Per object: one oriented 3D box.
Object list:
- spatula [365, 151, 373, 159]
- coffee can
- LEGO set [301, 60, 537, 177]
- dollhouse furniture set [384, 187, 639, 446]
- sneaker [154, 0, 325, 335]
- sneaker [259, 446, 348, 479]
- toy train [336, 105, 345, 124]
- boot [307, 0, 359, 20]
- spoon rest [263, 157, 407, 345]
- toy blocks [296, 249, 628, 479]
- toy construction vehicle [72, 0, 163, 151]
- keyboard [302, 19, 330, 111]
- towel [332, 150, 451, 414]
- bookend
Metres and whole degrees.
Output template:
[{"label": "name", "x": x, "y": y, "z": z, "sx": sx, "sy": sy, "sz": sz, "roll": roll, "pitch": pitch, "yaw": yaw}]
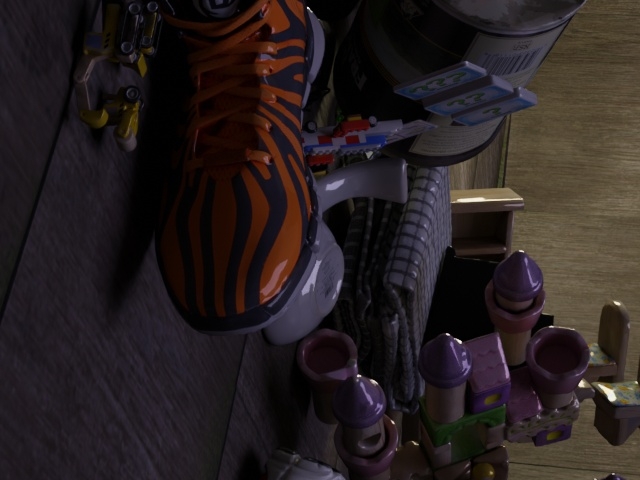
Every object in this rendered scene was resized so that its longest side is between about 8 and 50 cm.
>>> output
[{"label": "spatula", "x": 0.084, "y": -0.063, "z": 1.891, "sx": 0.168, "sy": 0.019, "sz": 0.242, "roll": -71, "pitch": 162, "yaw": -51}, {"label": "coffee can", "x": 0.141, "y": -0.227, "z": 1.450, "sx": 0.275, "sy": 0.201, "sz": 0.202, "roll": 118, "pitch": -15, "yaw": -62}, {"label": "LEGO set", "x": 0.071, "y": -0.100, "z": 1.364, "sx": 0.182, "sy": 0.244, "sz": 0.060, "roll": 10, "pitch": 67, "yaw": -61}, {"label": "dollhouse furniture set", "x": 0.255, "y": 0.106, "z": 2.010, "sx": 0.394, "sy": 0.362, "sz": 0.257, "roll": -128, "pitch": -143, "yaw": -65}, {"label": "sneaker", "x": -0.071, "y": -0.104, "z": 0.963, "sx": 0.180, "sy": 0.124, "sz": 0.321, "roll": 71, "pitch": 16, "yaw": -53}, {"label": "sneaker", "x": -0.028, "y": 0.305, "z": 1.398, "sx": 0.118, "sy": 0.107, "sz": 0.279, "roll": -58, "pitch": 153, "yaw": -25}, {"label": "toy train", "x": 0.030, "y": -0.139, "z": 1.596, "sx": 0.017, "sy": 0.023, "sz": 0.083, "roll": 53, "pitch": 43, "yaw": -72}, {"label": "boot", "x": 0.043, "y": -0.390, "z": 1.387, "sx": 0.280, "sy": 0.096, "sz": 0.264, "roll": -72, "pitch": 162, "yaw": -50}, {"label": "spoon rest", "x": 0.000, "y": 0.000, "z": 1.431, "sx": 0.276, "sy": 0.084, "sz": 0.137, "roll": -49, "pitch": 143, "yaw": -48}, {"label": "toy blocks", "x": 0.150, "y": 0.172, "z": 1.424, "sx": 0.260, "sy": 0.288, "sz": 0.309, "roll": 84, "pitch": -14, "yaw": -54}, {"label": "toy construction vehicle", "x": -0.126, "y": -0.110, "z": 0.872, "sx": 0.086, "sy": 0.035, "sz": 0.098, "roll": 89, "pitch": 11, "yaw": -81}, {"label": "keyboard", "x": -0.011, "y": -0.169, "z": 1.361, "sx": 0.192, "sy": 0.038, "sz": 0.100, "roll": -34, "pitch": 128, "yaw": -74}, {"label": "towel", "x": 0.078, "y": 0.044, "z": 1.685, "sx": 0.284, "sy": 0.121, "sz": 0.235, "roll": 81, "pitch": 20, "yaw": -54}, {"label": "bookend", "x": 0.212, "y": 0.098, "z": 1.681, "sx": 0.072, "sy": 0.156, "sz": 0.157, "roll": 81, "pitch": 20, "yaw": -53}]
